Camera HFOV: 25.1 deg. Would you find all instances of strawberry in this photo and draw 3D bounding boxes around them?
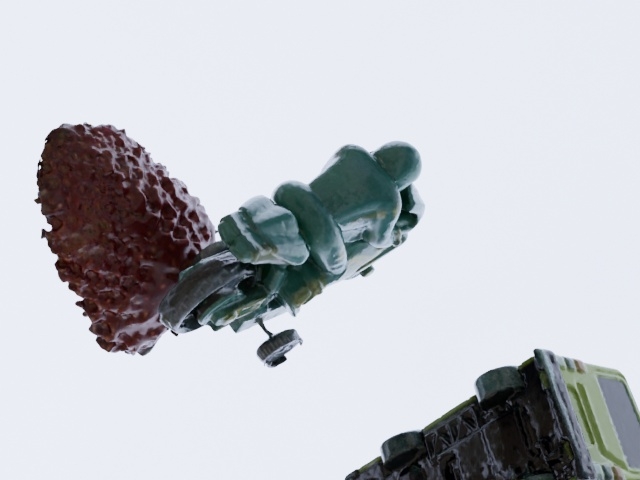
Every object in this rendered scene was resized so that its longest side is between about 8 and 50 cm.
[{"bbox_3d":[-0.155,0.004,1.191,0.087,0.208,0.167,10,-110,33],"label":"strawberry"}]

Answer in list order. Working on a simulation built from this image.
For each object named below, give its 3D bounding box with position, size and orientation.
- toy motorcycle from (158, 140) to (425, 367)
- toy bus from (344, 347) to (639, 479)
[{"bbox_3d":[-0.001,0.000,1.155,0.109,0.296,0.198,52,-54,13],"label":"toy motorcycle"},{"bbox_3d":[0.155,0.214,1.264,0.150,0.262,0.128,13,-130,-40],"label":"toy bus"}]
